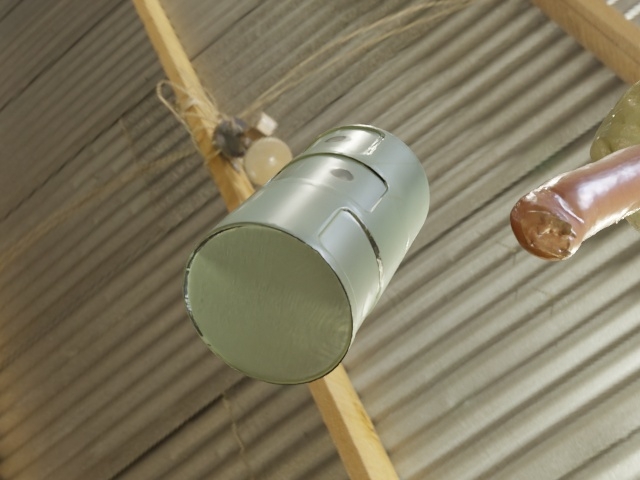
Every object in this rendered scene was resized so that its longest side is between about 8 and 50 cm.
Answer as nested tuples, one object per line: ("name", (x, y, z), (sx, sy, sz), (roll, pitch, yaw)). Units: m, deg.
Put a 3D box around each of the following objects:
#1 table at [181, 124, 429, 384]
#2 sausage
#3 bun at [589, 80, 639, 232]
("table", (0.000, 0.000, 0.596), (0.126, 0.126, 0.220), (-6, -157, 25))
("sausage", (0.139, -0.022, 0.377), (0.042, 0.158, 0.036), (-23, -92, 46))
("bun", (0.443, -0.100, 0.902), (0.231, 0.133, 0.231), (5, -74, 16))
